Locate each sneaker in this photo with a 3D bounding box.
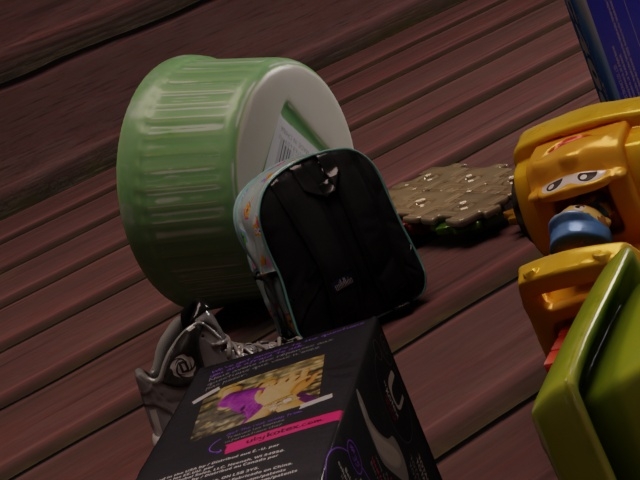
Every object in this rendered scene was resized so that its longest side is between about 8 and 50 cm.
[{"bbox_3d":[-0.064,0.102,1.464,0.228,0.132,0.086,-25,14,-16],"label":"sneaker"}]

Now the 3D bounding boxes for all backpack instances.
[{"bbox_3d":[0.000,0.000,1.652,0.166,0.188,0.144,-26,14,-18],"label":"backpack"}]

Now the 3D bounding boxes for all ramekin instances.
[{"bbox_3d":[-0.084,-0.071,1.849,0.148,0.303,0.303,-3,21,32],"label":"ramekin"}]

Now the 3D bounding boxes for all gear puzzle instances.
[{"bbox_3d":[0.185,-0.039,1.867,0.175,0.044,0.339,-27,17,-30],"label":"gear puzzle"}]

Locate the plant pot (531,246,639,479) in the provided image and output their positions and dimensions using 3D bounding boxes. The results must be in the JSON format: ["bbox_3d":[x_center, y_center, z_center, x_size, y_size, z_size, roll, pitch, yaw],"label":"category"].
[{"bbox_3d":[0.246,0.097,0.846,0.207,0.227,0.228,-21,12,27],"label":"plant pot"}]

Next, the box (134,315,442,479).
[{"bbox_3d":[-0.016,0.181,1.006,0.143,0.165,0.270,-18,13,14],"label":"box"}]

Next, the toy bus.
[{"bbox_3d":[0.210,0.034,1.166,0.149,0.220,0.211,-15,21,35],"label":"toy bus"}]

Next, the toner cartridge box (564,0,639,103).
[{"bbox_3d":[0.329,-0.247,1.793,0.075,0.348,0.165,-21,13,3],"label":"toner cartridge box"}]
